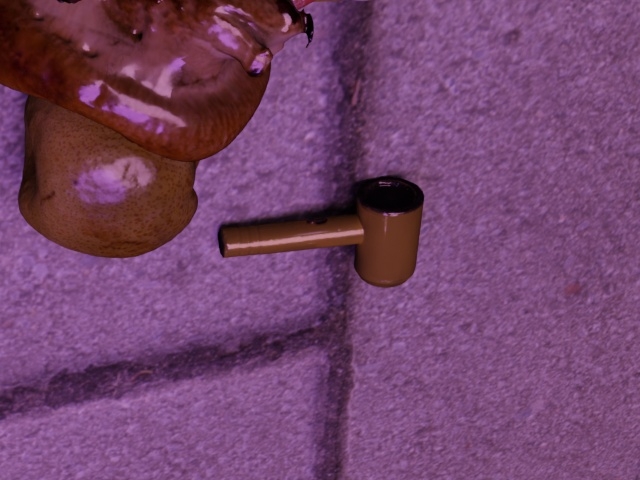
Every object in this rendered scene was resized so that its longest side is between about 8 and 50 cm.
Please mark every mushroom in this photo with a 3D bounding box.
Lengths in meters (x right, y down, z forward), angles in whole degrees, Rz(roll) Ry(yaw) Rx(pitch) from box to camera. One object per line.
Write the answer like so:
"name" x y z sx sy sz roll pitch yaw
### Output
"mushroom" -0.179 -0.255 1.196 0.345 0.345 0.259 -2 166 -22

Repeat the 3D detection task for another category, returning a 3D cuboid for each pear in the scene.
"pear" -0.235 -0.091 1.375 0.211 0.188 0.228 1 131 -21

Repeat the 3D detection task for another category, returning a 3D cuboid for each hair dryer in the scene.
"hair dryer" 0.000 0.000 1.624 0.278 0.090 0.135 -6 128 -12

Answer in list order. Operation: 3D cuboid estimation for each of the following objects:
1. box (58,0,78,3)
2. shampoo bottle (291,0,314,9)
"box" -0.224 -0.448 1.035 0.264 0.116 0.415 -31 94 -2
"shampoo bottle" 0.057 -0.340 1.407 0.221 0.051 0.108 -29 116 -3
